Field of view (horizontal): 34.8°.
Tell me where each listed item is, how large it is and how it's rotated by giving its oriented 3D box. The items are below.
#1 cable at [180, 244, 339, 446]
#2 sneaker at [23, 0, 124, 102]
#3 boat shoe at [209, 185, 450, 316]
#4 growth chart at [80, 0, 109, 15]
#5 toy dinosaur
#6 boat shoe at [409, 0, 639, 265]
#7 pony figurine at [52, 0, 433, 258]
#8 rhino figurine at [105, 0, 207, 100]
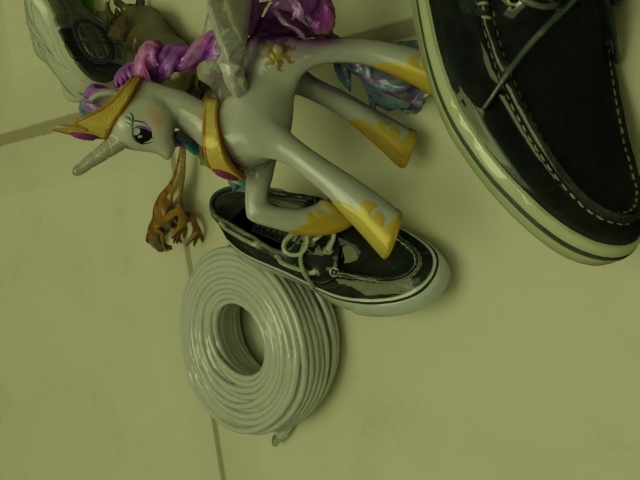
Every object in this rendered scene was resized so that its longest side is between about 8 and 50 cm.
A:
[{"bbox_3d":[-0.088,0.125,1.343,0.257,0.089,0.257,-47,65,40],"label":"cable"},{"bbox_3d":[-0.404,-0.338,1.526,0.129,0.111,0.297,-39,71,47],"label":"sneaker"},{"bbox_3d":[0.002,-0.004,1.179,0.306,0.105,0.113,22,72,34],"label":"boat shoe"},{"bbox_3d":[-0.387,-0.433,1.574,0.172,0.021,0.237,2,101,44],"label":"growth chart"},{"bbox_3d":[-0.211,-0.052,1.448,0.112,0.064,0.211,48,128,29],"label":"toy dinosaur"},{"bbox_3d":[0.190,-0.220,0.934,0.156,0.186,0.500,-31,71,50],"label":"boat shoe"},{"bbox_3d":[-0.058,-0.180,1.078,0.303,0.363,0.351,130,159,-78],"label":"pony figurine"},{"bbox_3d":[-0.234,-0.265,1.421,0.243,0.073,0.106,48,132,29],"label":"rhino figurine"}]
